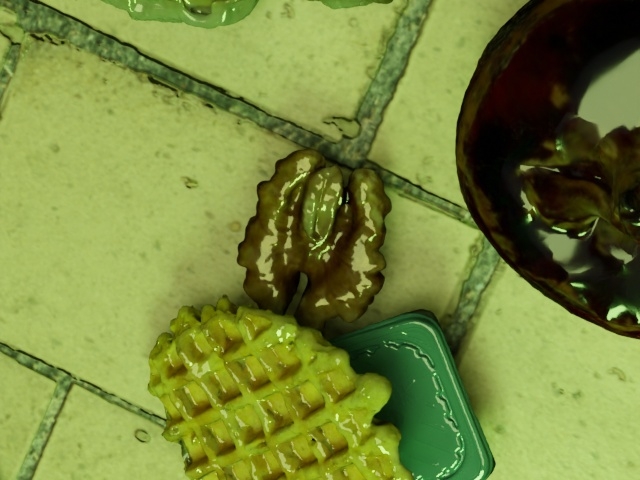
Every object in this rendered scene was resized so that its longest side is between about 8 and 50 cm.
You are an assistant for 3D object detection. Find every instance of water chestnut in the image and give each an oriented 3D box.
[{"bbox_3d":[0.281,-0.074,1.567,0.350,0.302,0.350,5,106,17],"label":"water chestnut"}]

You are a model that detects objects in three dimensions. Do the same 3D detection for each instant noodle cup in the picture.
[{"bbox_3d":[0.071,0.158,1.803,0.157,0.070,0.179,-19,101,19],"label":"instant noodle cup"}]

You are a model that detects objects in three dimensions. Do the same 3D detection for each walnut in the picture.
[{"bbox_3d":[0.000,0.000,1.777,0.143,0.069,0.170,21,107,8],"label":"walnut"}]

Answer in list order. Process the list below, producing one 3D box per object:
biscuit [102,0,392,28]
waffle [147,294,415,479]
[{"bbox_3d":[-0.081,-0.298,1.714,0.335,0.078,0.329,37,107,1],"label":"biscuit"},{"bbox_3d":[-0.039,0.203,1.796,0.307,0.060,0.312,15,118,35],"label":"waffle"}]
